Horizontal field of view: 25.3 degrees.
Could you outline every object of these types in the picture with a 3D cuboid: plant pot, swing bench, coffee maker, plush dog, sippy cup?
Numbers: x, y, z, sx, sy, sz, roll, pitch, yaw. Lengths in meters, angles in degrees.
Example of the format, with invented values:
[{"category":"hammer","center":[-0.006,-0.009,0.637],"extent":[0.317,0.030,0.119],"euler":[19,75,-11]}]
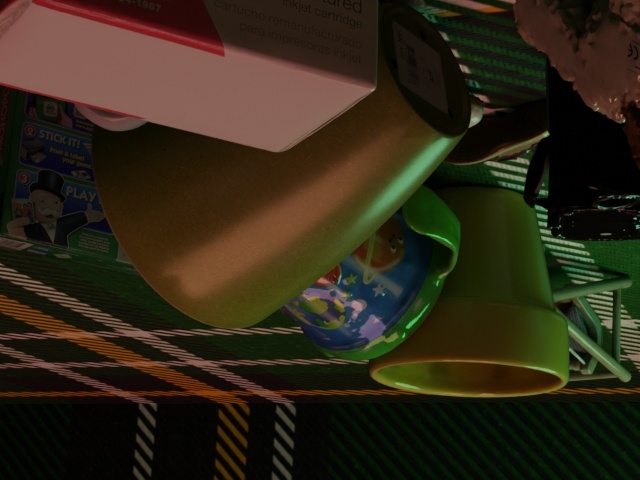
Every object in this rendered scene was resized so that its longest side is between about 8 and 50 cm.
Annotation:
[{"category":"plant pot","center":[0.194,0.065,1.838],"extent":[0.254,0.239,0.254],"euler":[3,165,1]},{"category":"swing bench","center":[0.298,0.123,2.164],"extent":[0.255,0.165,0.253],"euler":[18,159,-41]},{"category":"coffee maker","center":[0.272,-0.101,1.338],"extent":[0.120,0.178,0.171],"euler":[5,167,-14]},{"category":"plush dog","center":[0.312,-0.171,1.121],"extent":[0.225,0.210,0.262],"euler":[-16,171,-21]},{"category":"sippy cup","center":[0.000,0.000,1.722],"extent":[0.305,0.240,0.224],"euler":[-45,132,16]},{"category":"plant pot","center":[-0.015,-0.095,1.340],"extent":[0.293,0.274,0.275],"euler":[-27,150,33]}]

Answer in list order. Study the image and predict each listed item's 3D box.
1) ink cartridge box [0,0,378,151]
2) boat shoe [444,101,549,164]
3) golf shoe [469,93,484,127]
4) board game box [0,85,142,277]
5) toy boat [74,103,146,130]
[{"category":"ink cartridge box","center":[-0.079,-0.216,0.813],"extent":[0.207,0.283,0.117],"euler":[12,159,-28]},{"category":"boat shoe","center":[0.202,-0.108,1.557],"extent":[0.152,0.056,0.049],"euler":[-12,153,43]},{"category":"golf shoe","center":[0.098,-0.109,1.523],"extent":[0.186,0.086,0.067],"euler":[-13,156,42]},{"category":"board game box","center":[-0.186,-0.071,1.480],"extent":[0.317,0.213,0.046],"euler":[15,160,-35]},{"category":"toy boat","center":[-0.211,-0.186,1.037],"extent":[0.318,0.148,0.267],"euler":[24,179,38]}]
